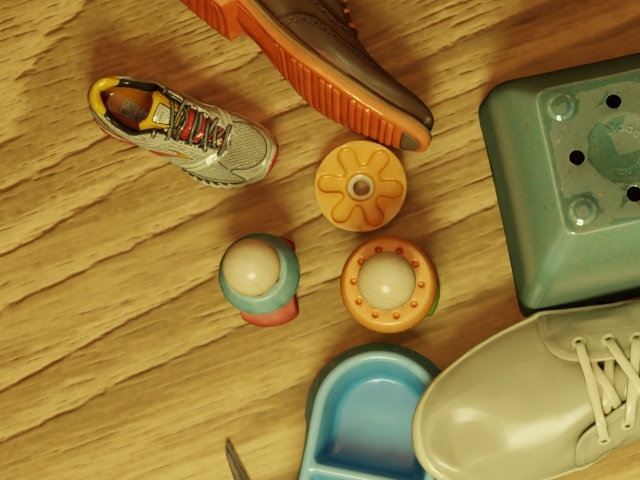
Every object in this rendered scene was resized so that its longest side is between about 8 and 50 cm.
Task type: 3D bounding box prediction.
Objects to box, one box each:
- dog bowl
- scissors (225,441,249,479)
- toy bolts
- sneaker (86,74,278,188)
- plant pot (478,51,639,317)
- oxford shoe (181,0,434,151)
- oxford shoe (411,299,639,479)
[{"bbox_3d":[0.050,0.251,1.813,0.166,0.074,0.297,11,82,5],"label":"dog bowl"},{"bbox_3d":[-0.034,0.357,1.848,0.109,0.021,0.297,-9,81,7],"label":"scissors"},{"bbox_3d":[0.000,0.000,1.815,0.228,0.158,0.218,-10,82,5],"label":"toy bolts"},{"bbox_3d":[-0.155,-0.119,1.882,0.225,0.093,0.088,18,85,8],"label":"sneaker"},{"bbox_3d":[0.300,-0.074,1.744,0.247,0.252,0.247,-12,81,4],"label":"plant pot"},{"bbox_3d":[-0.005,-0.237,1.867,0.363,0.130,0.133,39,78,6],"label":"oxford shoe"},{"bbox_3d":[0.307,0.136,1.751,0.449,0.130,0.169,-16,86,-4],"label":"oxford shoe"}]
